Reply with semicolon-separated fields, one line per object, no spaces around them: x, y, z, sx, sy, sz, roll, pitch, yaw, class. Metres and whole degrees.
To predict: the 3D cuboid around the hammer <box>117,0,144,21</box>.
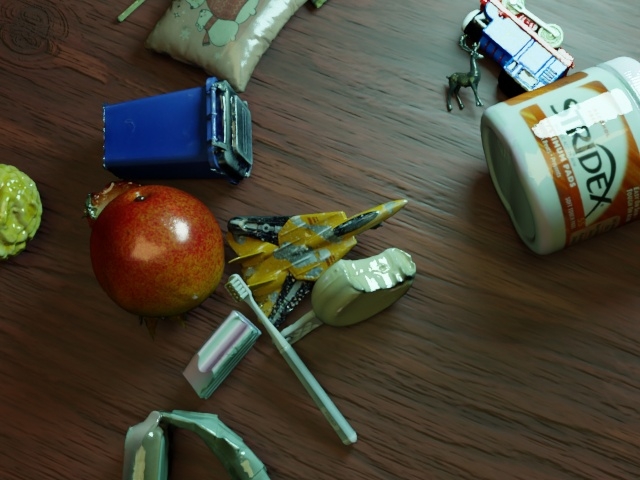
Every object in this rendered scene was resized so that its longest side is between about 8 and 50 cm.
-0.309;-0.478;1.592;0.195;0.028;0.060;-41;74;-1;hammer

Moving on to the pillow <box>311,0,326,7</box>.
-0.029;-0.527;1.567;0.113;0.038;0.203;-40;79;1;pillow

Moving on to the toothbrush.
-0.046;0.196;1.405;0.025;0.030;0.342;-32;98;33;toothbrush

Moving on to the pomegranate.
-0.265;0.036;1.414;0.221;0.221;0.256;7;116;6;pomegranate

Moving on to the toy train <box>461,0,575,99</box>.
0.335;-0.335;1.480;0.131;0.083;0.204;-45;79;-1;toy train

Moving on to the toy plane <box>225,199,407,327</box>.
0.003;0.001;1.435;0.316;0.103;0.204;-24;80;9;toy plane

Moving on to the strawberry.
-0.341;-0.056;1.503;0.152;0.048;0.104;-6;104;-19;strawberry

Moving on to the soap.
-0.167;0.191;1.427;0.056;0.100;0.149;40;87;12;soap

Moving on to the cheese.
0.039;0.105;1.425;0.249;0.163;0.070;-47;57;35;cheese

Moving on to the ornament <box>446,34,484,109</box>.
0.247;-0.290;1.480;0.073;0.028;0.125;4;108;40;ornament

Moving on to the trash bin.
-0.245;-0.178;1.462;0.235;0.184;0.162;-4;79;10;trash bin

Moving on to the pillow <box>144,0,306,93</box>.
-0.169;-0.394;1.532;0.223;0.084;0.236;31;82;15;pillow

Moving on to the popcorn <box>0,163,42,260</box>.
-0.572;-0.047;1.488;0.170;0.180;0.180;-3;79;-24;popcorn

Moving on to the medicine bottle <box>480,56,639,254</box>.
0.405;-0.131;1.353;0.241;0.252;0.252;-22;79;1;medicine bottle

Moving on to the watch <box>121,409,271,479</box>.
-0.190;0.403;1.374;0.241;0.162;0.253;3;81;-2;watch
